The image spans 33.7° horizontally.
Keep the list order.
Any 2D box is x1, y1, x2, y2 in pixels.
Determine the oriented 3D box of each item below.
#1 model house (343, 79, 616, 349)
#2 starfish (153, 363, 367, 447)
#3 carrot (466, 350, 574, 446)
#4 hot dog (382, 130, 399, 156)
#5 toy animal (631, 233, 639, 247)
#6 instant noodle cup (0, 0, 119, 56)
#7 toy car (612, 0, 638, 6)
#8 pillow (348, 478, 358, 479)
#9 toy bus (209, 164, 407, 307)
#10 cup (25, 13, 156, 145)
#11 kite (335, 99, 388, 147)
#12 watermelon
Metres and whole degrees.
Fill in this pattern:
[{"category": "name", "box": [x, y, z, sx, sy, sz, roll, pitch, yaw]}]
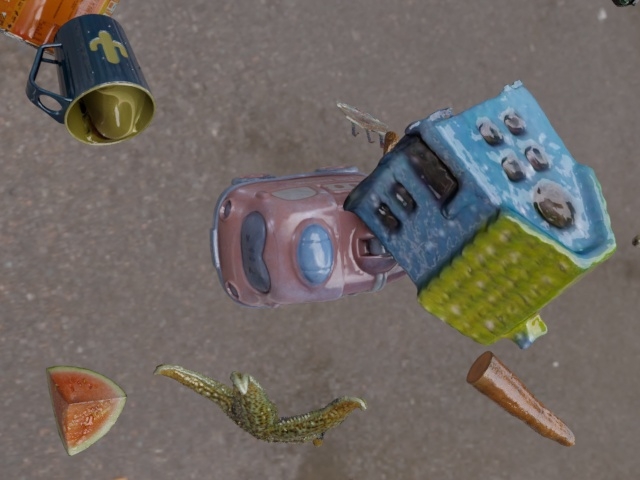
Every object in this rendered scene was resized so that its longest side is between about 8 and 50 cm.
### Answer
[{"category": "model house", "box": [0.225, -0.018, 1.384, 0.215, 0.237, 0.303, -29, 77, -39]}, {"category": "starfish", "box": [-0.059, 0.139, 0.912, 0.175, 0.208, 0.053, 22, 71, 0]}, {"category": "carrot", "box": [0.319, 0.257, 1.639, 0.209, 0.061, 0.061, 40, 47, -13]}, {"category": "hot dog", "box": [0.152, -0.197, 2.245, 0.083, 0.035, 0.058, -80, 165, -50]}, {"category": "toy animal", "box": [0.539, 0.042, 1.402, 0.233, 0.121, 0.168, 45, 55, 14]}, {"category": "instant noodle cup", "box": [-0.459, -0.433, 1.754, 0.296, 0.296, 0.214, 20, 98, -49]}, {"category": "toy car", "box": [0.349, -0.351, 1.271, 0.073, 0.054, 0.143, 15, 59, -46]}, {"category": "pillow", "box": [0.079, 0.544, 1.867, 0.067, 0.270, 0.173, 32, 93, -41]}, {"category": "toy bus", "box": [0.000, 0.000, 1.537, 0.294, 0.232, 0.197, -7, 100, -25]}, {"category": "cup", "box": [-0.338, -0.237, 1.525, 0.176, 0.131, 0.155, 1, 53, -30]}, {"category": "kite", "box": [0.088, -0.233, 2.153, 0.127, 0.016, 0.229, 22, 19, -8]}, {"category": "watermelon", "box": [-0.381, 0.247, 1.622, 0.135, 0.125, 0.094, 43, -1, 7]}]
